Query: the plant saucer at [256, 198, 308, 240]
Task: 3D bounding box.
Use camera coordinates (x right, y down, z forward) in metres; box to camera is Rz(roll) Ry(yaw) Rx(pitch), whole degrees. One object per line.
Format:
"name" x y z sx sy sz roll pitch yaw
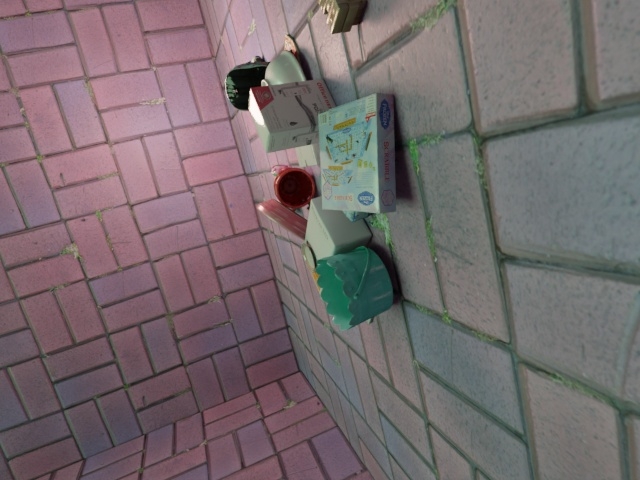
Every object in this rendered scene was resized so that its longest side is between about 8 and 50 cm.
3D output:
"plant saucer" -0.146 -0.100 1.933 0.332 0.084 0.332 32 -177 -2

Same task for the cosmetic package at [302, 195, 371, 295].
"cosmetic package" 0.052 0.025 1.680 0.453 0.161 0.230 102 147 -58

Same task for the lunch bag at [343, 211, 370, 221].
"lunch bag" 0.108 -0.189 1.402 0.176 0.090 0.219 94 153 -54

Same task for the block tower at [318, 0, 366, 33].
"block tower" 0.021 -0.745 1.122 0.097 0.090 0.336 128 124 -70

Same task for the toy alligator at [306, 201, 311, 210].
"toy alligator" -0.035 -0.167 1.970 0.051 0.056 0.190 34 -171 -32

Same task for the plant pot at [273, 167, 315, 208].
"plant pot" -0.137 -0.258 1.959 0.174 0.191 0.191 -145 41 -70

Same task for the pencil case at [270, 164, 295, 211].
"pencil case" -0.206 -0.284 2.281 0.124 0.124 0.284 -128 27 -50

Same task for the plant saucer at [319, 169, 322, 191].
"plant saucer" 0.032 -0.231 1.703 0.195 0.037 0.195 163 90 -73

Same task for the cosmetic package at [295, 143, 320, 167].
"cosmetic package" -0.031 -0.372 1.682 0.231 0.085 0.117 -160 54 -71

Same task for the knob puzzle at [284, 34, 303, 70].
"knob puzzle" -0.127 -0.759 1.695 0.213 0.030 0.213 163 90 -74

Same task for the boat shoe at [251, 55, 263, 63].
"boat shoe" -0.339 -0.878 2.181 0.219 0.077 0.070 101 149 -55

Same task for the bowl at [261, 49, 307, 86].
"bowl" -0.156 -0.619 1.682 0.298 0.134 0.298 59 165 26

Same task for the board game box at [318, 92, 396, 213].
"board game box" 0.101 -0.247 1.219 0.318 0.065 0.318 13 108 60

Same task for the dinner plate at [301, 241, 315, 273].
"dinner plate" -0.048 0.073 1.733 0.141 0.017 0.141 162 90 -74

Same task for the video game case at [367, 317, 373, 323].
"video game case" 0.186 0.259 1.729 0.143 0.019 0.157 95 152 -53

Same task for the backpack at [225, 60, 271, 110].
"backpack" -0.332 -0.756 1.983 0.191 0.253 0.225 -96 -1 -56

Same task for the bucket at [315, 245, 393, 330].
"bucket" 0.117 0.163 1.434 0.281 0.183 0.281 163 90 -71

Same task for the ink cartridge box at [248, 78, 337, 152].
"ink cartridge box" -0.090 -0.451 1.446 0.117 0.283 0.207 118 132 -63
